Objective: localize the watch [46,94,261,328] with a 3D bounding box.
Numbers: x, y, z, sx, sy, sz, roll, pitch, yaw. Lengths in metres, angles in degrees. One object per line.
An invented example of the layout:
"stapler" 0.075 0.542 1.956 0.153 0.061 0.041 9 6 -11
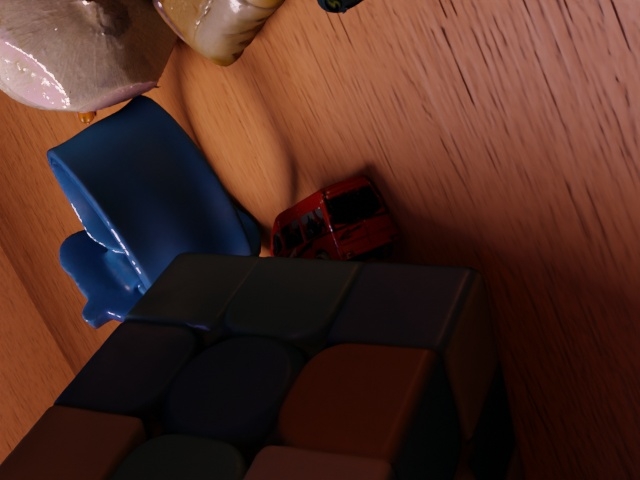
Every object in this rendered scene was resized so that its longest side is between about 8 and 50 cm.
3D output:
"watch" -0.183 -0.001 1.015 0.305 0.241 0.274 43 159 27

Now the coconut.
"coconut" -0.258 -0.248 0.942 0.230 0.227 0.227 14 130 54

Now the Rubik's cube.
"Rubik's cube" -0.026 0.246 0.809 0.345 0.346 0.346 3 130 27

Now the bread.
"bread" -0.089 -0.253 0.807 0.134 0.081 0.225 55 152 -5

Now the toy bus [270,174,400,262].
"toy bus" 0.000 0.000 0.928 0.195 0.081 0.089 -27 85 63

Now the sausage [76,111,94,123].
"sausage" -0.375 -0.223 1.372 0.031 0.031 0.107 44 150 26

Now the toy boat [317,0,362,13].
"toy boat" 0.053 -0.225 0.585 0.103 0.093 0.246 62 153 9
